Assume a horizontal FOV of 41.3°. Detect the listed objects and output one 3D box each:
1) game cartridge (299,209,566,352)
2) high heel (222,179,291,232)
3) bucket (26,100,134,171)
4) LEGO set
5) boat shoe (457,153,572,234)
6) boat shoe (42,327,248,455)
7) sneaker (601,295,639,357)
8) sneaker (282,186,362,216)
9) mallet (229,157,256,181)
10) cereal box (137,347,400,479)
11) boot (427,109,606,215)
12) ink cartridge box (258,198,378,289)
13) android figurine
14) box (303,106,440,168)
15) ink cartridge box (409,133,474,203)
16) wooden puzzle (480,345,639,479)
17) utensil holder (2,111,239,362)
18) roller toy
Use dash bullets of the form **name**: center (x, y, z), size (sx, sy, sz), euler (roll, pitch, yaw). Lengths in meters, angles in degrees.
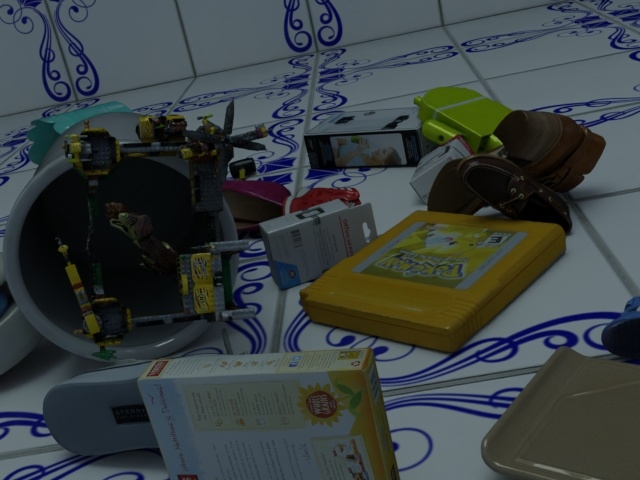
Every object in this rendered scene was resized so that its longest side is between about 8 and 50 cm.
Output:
- **game cartridge**: center (0.165, 0.046, 1.273), size (0.285, 0.052, 0.324), euler (8, 28, 41)
- **high heel**: center (-0.240, -0.062, 1.639), size (0.377, 0.127, 0.181), euler (-10, 11, -3)
- **bucket**: center (-0.494, -0.164, 1.866), size (0.183, 0.281, 0.281), euler (-27, 26, -35)
- **LEGO set**: center (-0.198, -0.014, 1.054), size (0.255, 0.331, 0.192), euler (4, -5, -15)
- **boat shoe**: center (0.310, -0.070, 1.333), size (0.207, 0.073, 0.073), euler (21, 32, -18)
- **boat shoe**: center (-0.145, 0.187, 1.026), size (0.367, 0.136, 0.156), euler (-9, 11, 26)
- **sneaker**: center (0.386, 0.100, 1.022), size (0.144, 0.053, 0.059), euler (-14, 21, -26)
- **sneaker**: center (0.010, -0.058, 1.565), size (0.128, 0.087, 0.221), euler (-8, 23, 14)
- **mallet**: center (-0.170, -0.143, 1.942), size (0.062, 0.039, 0.189), euler (-18, 26, -4)
- **cereal box**: center (-0.050, 0.197, 0.861), size (0.240, 0.173, 0.047), euler (-4, 23, 18)
- **boot**: center (0.335, -0.111, 1.461), size (0.220, 0.283, 0.109), euler (6, 45, -38)
- **ink cartridge box**: center (0.000, 0.000, 1.403), size (0.180, 0.104, 0.060), euler (-17, 21, -13)
- **android figurine**: center (0.316, -0.249, 1.778), size (0.248, 0.056, 0.273), euler (-22, 45, -40)
- **box**: center (0.130, -0.233, 1.921), size (0.290, 0.087, 0.169), euler (2, 27, 32)
- **ink cartridge box**: center (0.234, -0.138, 1.627), size (0.099, 0.056, 0.135), euler (-34, 11, 27)
- **wooden puzzle**: center (0.314, 0.195, 0.850), size (0.239, 0.044, 0.221), euler (11, 31, 37)
- **utensil holder**: center (-0.314, -0.032, 1.367), size (0.328, 0.327, 0.385), euler (-16, 20, -7)
- **roller toy**: center (-0.525, 0.114, 1.299), size (0.191, 0.146, 0.209), euler (-31, 24, 0)
